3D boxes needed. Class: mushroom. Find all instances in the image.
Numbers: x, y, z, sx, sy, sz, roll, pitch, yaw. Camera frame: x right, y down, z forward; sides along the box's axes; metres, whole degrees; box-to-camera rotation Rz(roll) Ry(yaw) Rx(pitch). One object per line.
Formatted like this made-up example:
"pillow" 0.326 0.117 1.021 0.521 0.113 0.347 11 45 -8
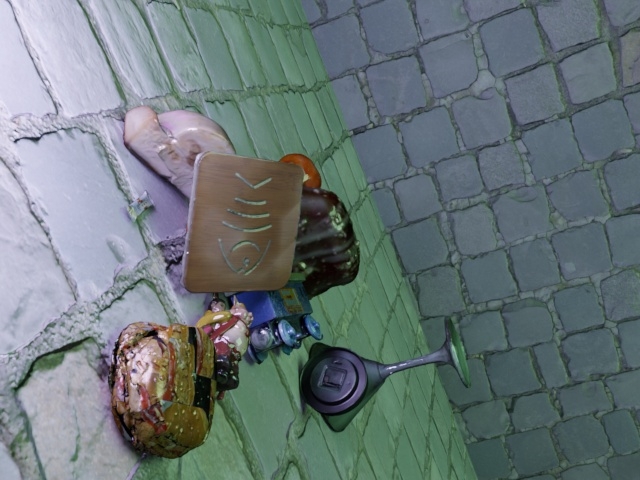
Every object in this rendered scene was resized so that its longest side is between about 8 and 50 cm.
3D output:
"mushroom" -0.268 -0.217 1.343 0.236 0.173 0.162 47 24 -45

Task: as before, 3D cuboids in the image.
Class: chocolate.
"chocolate" 0.000 0.000 1.809 0.225 0.210 0.340 -98 173 -63

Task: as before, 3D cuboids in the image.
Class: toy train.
"toy train" -0.106 0.176 1.558 0.201 0.131 0.300 67 15 10

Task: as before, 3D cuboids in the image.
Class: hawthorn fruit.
"hawthorn fruit" -0.100 -0.152 1.898 0.165 0.165 0.285 68 27 -14

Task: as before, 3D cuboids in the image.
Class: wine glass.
"wine glass" 0.202 0.366 1.849 0.267 0.406 0.267 -18 90 -76

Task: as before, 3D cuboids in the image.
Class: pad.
"pad" -0.152 -0.030 1.344 0.287 0.018 0.283 3 98 -45

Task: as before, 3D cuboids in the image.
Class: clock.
"clock" 0.036 0.369 1.698 0.040 0.185 0.184 62 18 -52

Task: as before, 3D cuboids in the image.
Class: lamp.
"lamp" -0.190 0.187 1.284 0.253 0.118 0.118 -79 146 -58

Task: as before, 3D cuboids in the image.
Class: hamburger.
"hamburger" -0.251 0.237 1.060 0.231 0.107 0.230 -10 90 -74

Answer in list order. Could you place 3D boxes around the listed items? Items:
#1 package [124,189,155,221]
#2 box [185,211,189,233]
"package" -0.342 -0.065 1.230 0.037 0.015 0.110 61 17 -15
"box" -0.232 -0.009 1.464 0.112 0.048 0.175 -93 158 -43
